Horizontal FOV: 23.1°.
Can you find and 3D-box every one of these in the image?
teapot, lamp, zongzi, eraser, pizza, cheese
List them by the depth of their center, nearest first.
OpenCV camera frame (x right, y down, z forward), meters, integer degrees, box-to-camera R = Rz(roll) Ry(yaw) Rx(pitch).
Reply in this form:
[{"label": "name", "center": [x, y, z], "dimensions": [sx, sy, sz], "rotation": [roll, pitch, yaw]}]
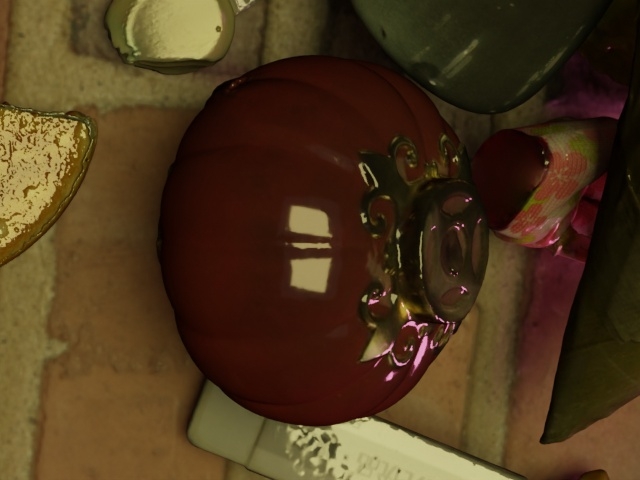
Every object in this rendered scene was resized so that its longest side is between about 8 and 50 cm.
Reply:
[{"label": "zongzi", "center": [0.279, -0.041, 1.259], "dimensions": [0.393, 0.174, 0.356], "rotation": [-44, 142, -8]}, {"label": "lamp", "center": [0.000, 0.000, 1.273], "dimensions": [0.303, 0.257, 0.303], "rotation": [-11, 103, -57]}, {"label": "pizza", "center": [-0.293, -0.059, 1.294], "dimensions": [0.176, 0.036, 0.184], "rotation": [32, 85, -16]}, {"label": "teapot", "center": [0.189, -0.281, 1.295], "dimensions": [0.223, 0.305, 0.285], "rotation": [46, 124, -7]}, {"label": "cheese", "center": [-0.100, -0.192, 1.342], "dimensions": [0.171, 0.047, 0.092], "rotation": [-11, 98, -18]}, {"label": "eraser", "center": [0.057, 0.204, 1.375], "dimensions": [0.352, 0.061, 0.089], "rotation": [21, 82, 1]}]

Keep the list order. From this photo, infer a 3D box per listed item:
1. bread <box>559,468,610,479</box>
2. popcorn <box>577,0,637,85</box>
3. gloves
[{"label": "bread", "center": [0.194, 0.297, 1.454], "dimensions": [0.225, 0.081, 0.134], "rotation": [-12, 92, -15]}, {"label": "popcorn", "center": [0.333, -0.259, 1.405], "dimensions": [0.233, 0.192, 0.266], "rotation": [26, 96, -21]}, {"label": "gloves", "center": [0.241, -0.053, 1.433], "dimensions": [0.241, 0.126, 0.145], "rotation": [2, 101, -52]}]
